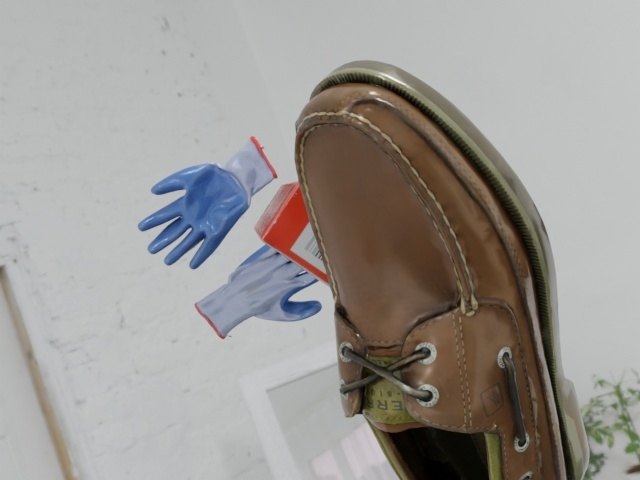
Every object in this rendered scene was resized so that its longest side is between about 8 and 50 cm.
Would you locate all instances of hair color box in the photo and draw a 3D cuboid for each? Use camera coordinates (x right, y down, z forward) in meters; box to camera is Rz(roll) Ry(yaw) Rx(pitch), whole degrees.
[{"bbox_3d":[0.000,0.000,0.520,0.053,0.093,0.167,-56,8,0],"label":"hair color box"}]

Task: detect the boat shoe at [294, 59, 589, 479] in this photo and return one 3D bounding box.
[{"bbox_3d":[0.064,0.060,0.353,0.111,0.307,0.104,-6,30,48],"label":"boat shoe"}]

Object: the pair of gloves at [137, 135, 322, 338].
[{"bbox_3d":[-0.080,0.005,0.661,0.159,0.198,0.023,-35,0,10],"label":"pair of gloves"}]
